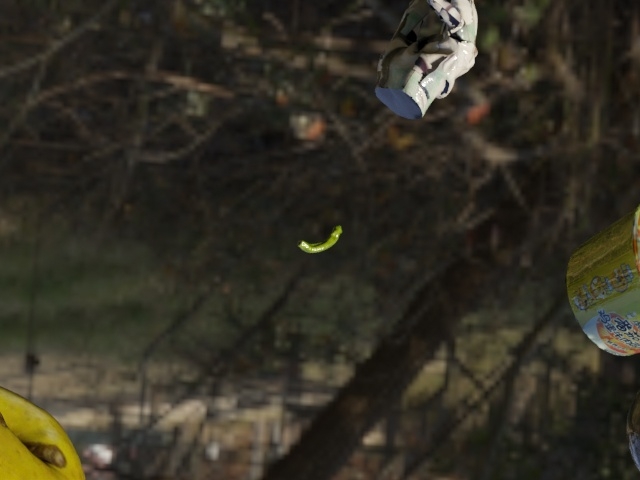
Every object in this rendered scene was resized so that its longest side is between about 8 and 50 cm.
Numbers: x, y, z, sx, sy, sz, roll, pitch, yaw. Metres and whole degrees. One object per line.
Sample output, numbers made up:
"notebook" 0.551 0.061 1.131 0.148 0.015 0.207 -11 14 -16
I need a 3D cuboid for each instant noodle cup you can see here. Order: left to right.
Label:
"instant noodle cup" 0.411 0.047 2.039 0.205 0.205 0.153 9 156 -36

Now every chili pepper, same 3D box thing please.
"chili pepper" -0.001 0.000 2.221 0.083 0.030 0.017 -29 -165 -39

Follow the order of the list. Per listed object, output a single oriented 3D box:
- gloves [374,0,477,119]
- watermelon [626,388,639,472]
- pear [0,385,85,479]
"gloves" 0.150 -0.258 2.054 0.111 0.212 0.127 38 163 -2
"watermelon" 0.298 0.164 1.290 0.105 0.133 0.105 -17 -166 4
"pear" -0.381 0.285 1.324 0.362 0.418 0.362 46 178 2
